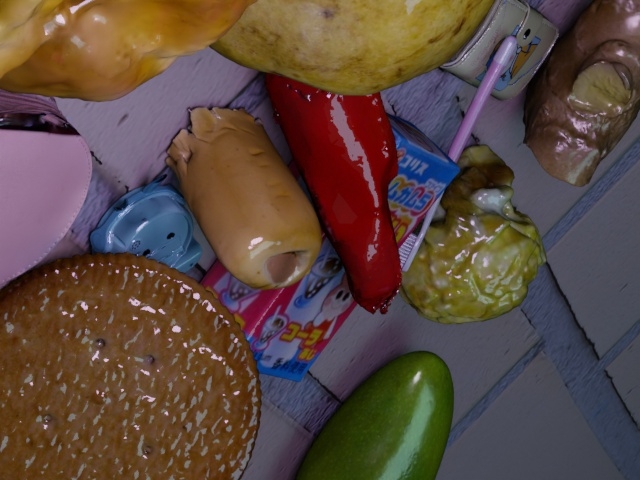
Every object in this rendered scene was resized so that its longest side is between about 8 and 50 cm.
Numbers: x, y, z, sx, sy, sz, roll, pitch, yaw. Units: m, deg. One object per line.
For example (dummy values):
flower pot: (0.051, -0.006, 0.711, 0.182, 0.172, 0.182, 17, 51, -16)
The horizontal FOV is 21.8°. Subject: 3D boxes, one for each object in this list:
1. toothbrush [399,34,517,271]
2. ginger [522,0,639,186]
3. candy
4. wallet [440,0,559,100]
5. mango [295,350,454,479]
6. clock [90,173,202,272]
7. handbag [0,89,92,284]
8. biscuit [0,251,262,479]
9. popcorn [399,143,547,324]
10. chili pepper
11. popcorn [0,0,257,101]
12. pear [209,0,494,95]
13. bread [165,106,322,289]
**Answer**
toothbrush: (0.144, -0.094, 1.810, 0.020, 0.025, 0.286, -77, -168, -74)
ginger: (0.326, -0.202, 1.886, 0.270, 0.123, 0.219, -57, -174, 23)
candy: (0.001, 0.001, 1.773, 0.306, 0.100, 0.157, -53, 149, 9)
wallet: (0.199, -0.213, 1.827, 0.110, 0.039, 0.155, -53, 151, 13)
mango: (0.071, 0.282, 2.150, 0.192, 0.156, 0.343, -16, 136, -55)
clock: (-0.170, -0.008, 1.596, 0.108, 0.045, 0.147, -35, 148, -22)
handbag: (-0.282, -0.063, 1.311, 0.205, 0.116, 0.179, 2, 125, -52)
biscuit: (-0.204, 0.156, 1.577, 0.305, 0.038, 0.305, -2, 104, -8)
popcorn: (0.167, -0.008, 1.926, 0.198, 0.198, 0.212, 6, 96, -54)
chili pepper: (0.020, -0.086, 1.596, 0.110, 0.110, 0.388, -31, 121, -25)
popcorn: (-0.212, -0.228, 1.059, 0.349, 0.349, 0.381, -22, 167, -37)
pear: (0.006, -0.272, 1.273, 0.304, 0.304, 0.304, -32, 148, -24)
bread: (-0.065, -0.039, 1.579, 0.085, 0.173, 0.134, -40, 155, 19)
